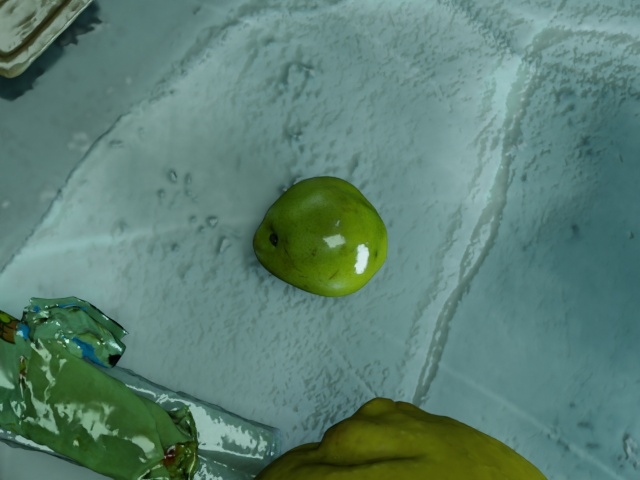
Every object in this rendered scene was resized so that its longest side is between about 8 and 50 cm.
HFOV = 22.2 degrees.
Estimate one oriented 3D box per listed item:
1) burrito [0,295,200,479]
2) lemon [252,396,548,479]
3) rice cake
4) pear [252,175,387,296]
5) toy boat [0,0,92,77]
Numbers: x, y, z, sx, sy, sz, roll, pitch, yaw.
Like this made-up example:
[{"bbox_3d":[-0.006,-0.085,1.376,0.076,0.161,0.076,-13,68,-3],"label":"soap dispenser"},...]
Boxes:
[{"bbox_3d":[-0.201,0.080,1.131,0.288,0.054,0.104,30,81,-4],"label":"burrito"},{"bbox_3d":[0.054,0.264,1.087,0.297,0.297,0.297,1,85,-10],"label":"lemon"},{"bbox_3d":[-0.134,0.138,1.184,0.226,0.040,0.085,22,81,-7],"label":"rice cake"},{"bbox_3d":[0.000,0.000,1.197,0.097,0.092,0.092,-18,89,-12],"label":"pear"},{"bbox_3d":[-0.256,-0.210,1.179,0.188,0.061,0.116,43,81,-5],"label":"toy boat"}]
